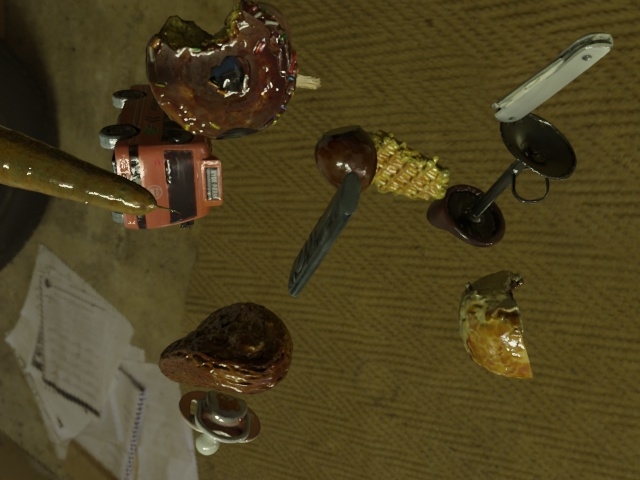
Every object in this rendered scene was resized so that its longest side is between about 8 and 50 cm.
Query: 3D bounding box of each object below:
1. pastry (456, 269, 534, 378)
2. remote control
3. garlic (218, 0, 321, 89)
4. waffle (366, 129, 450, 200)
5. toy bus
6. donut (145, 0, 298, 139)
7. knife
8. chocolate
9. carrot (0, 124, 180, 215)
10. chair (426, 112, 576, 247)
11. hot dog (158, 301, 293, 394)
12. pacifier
[{"bbox_3d":[0.417,0.218,1.451,0.170,0.237,0.256,-5,125,12],"label":"pastry"},{"bbox_3d":[0.000,0.000,1.304,0.044,0.107,0.378,21,145,-9],"label":"remote control"},{"bbox_3d":[-0.115,-0.369,1.263,0.253,0.245,0.245,23,124,-16],"label":"garlic"},{"bbox_3d":[0.215,-0.205,1.662,0.300,0.058,0.282,21,159,16],"label":"waffle"},{"bbox_3d":[-0.348,-0.200,1.339,0.232,0.427,0.203,-4,122,-11],"label":"toy bus"},{"bbox_3d":[-0.148,-0.268,0.937,0.230,0.096,0.216,-27,131,11],"label":"donut"},{"bbox_3d":[0.392,-0.280,1.048,0.265,0.073,0.041,144,123,-66],"label":"knife"},{"bbox_3d":[0.063,-0.193,1.461,0.176,0.176,0.177,11,112,28],"label":"chocolate"},{"bbox_3d":[-0.311,-0.080,0.714,0.297,0.078,0.078,17,117,1],"label":"carrot"},{"bbox_3d":[0.480,-0.139,1.648,0.226,0.226,0.401,46,142,10],"label":"chair"},{"bbox_3d":[-0.253,0.282,1.548,0.387,0.267,0.175,-4,113,41],"label":"hot dog"},{"bbox_3d":[-0.120,0.215,0.682,0.099,0.081,0.078,23,109,-16],"label":"pacifier"}]
